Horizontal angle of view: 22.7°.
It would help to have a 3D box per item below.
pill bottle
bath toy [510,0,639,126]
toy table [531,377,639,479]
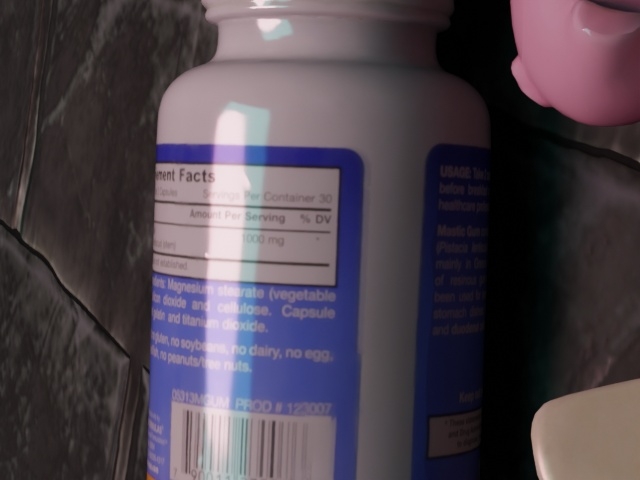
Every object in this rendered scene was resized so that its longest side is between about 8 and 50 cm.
[{"bbox_3d":[0.000,0.000,0.720,0.152,0.152,0.272,4,92,59],"label":"pill bottle"},{"bbox_3d":[0.119,-0.091,0.556,0.129,0.151,0.348,75,173,-63],"label":"bath toy"},{"bbox_3d":[0.185,0.082,0.352,0.274,0.252,0.160,76,-176,-64],"label":"toy table"}]
